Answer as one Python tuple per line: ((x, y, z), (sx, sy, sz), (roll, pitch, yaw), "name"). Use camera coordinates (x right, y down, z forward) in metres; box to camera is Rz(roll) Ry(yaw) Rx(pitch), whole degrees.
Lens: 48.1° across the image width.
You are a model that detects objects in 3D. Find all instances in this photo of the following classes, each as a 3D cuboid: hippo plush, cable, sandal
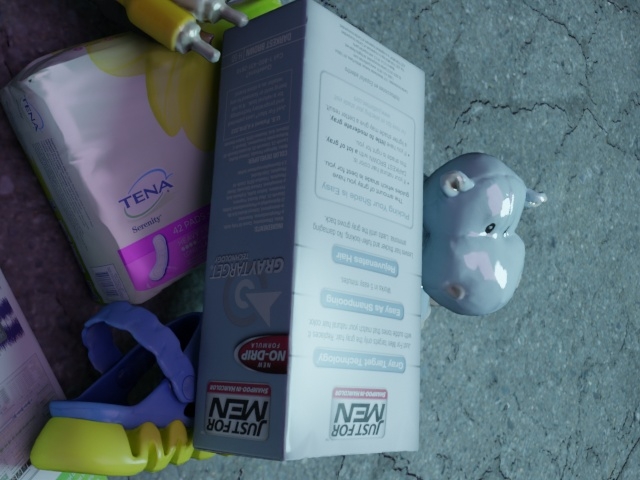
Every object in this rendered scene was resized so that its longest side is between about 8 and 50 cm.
((0.157, -0.021, 0.856), (0.234, 0.236, 0.294), (6, 86, -38), "hippo plush")
((-0.192, -0.244, 0.615), (0.287, 0.072, 0.139), (25, 49, -6), "cable")
((-0.115, 0.132, 0.674), (0.317, 0.126, 0.138), (16, 73, -60), "sandal")

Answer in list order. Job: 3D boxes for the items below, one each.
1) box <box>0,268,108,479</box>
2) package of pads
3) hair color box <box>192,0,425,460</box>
((-0.286, 0.146, 0.534), (0.232, 0.058, 0.322), (-60, 131, -68), "box")
((-0.131, -0.102, 0.712), (0.296, 0.101, 0.229), (-33, 110, -35), "package of pads")
((0.000, 0.000, 0.657), (0.185, 0.113, 0.375), (15, 73, -47), "hair color box")
